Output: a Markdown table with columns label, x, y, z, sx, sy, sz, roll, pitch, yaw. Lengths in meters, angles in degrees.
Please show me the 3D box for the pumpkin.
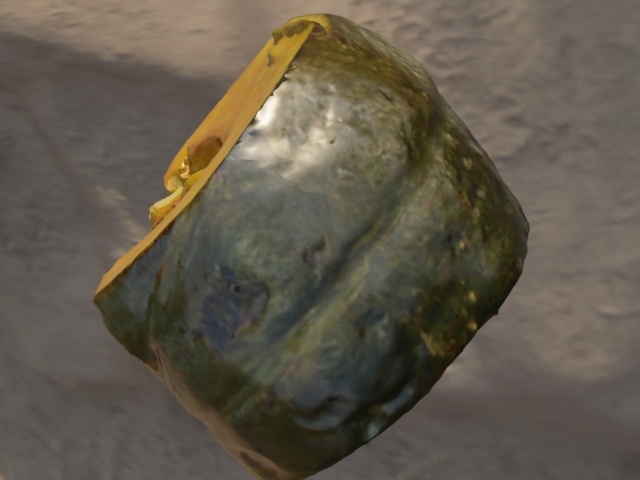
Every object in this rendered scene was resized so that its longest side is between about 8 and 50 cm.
| label | x | y | z | sx | sy | sz | roll | pitch | yaw |
| --- | --- | --- | --- | --- | --- | --- | --- | --- | --- |
| pumpkin | 0.000 | 0.000 | 1.413 | 0.225 | 0.303 | 0.256 | 41 | 123 | -16 |
